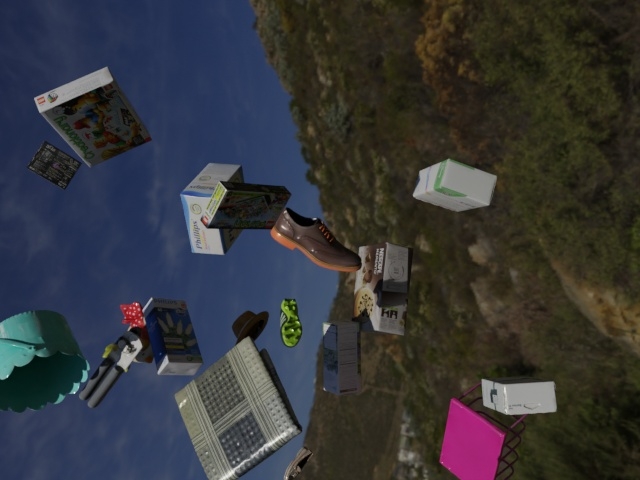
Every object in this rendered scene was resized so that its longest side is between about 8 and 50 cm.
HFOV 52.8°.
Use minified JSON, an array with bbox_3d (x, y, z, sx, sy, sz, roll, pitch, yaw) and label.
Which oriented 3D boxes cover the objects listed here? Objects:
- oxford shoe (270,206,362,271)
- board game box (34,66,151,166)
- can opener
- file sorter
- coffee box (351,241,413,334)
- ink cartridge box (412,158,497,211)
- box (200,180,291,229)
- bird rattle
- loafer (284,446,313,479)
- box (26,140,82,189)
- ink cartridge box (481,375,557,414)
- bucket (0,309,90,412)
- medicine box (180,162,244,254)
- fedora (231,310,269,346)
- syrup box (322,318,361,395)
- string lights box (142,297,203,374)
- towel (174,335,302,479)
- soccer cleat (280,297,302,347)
[{"bbox_3d":[0.000,0.000,1.778,0.097,0.272,0.098,-71,6,-62],"label":"oxford shoe"},{"bbox_3d":[-0.586,-0.316,1.698,0.305,0.193,0.053,77,167,-70],"label":"board game box"},{"bbox_3d":[-0.629,0.390,1.973,0.280,0.074,0.093,-52,-9,7],"label":"can opener"},{"bbox_3d":[0.543,0.643,2.110,0.182,0.202,0.290,-22,-53,-36],"label":"file sorter"},{"bbox_3d":[0.208,0.166,2.191,0.168,0.119,0.296,-10,69,59],"label":"coffee box"},{"bbox_3d":[0.377,-0.152,1.836,0.212,0.155,0.093,160,127,-77],"label":"ink cartridge box"},{"bbox_3d":[-0.174,-0.080,1.528,0.207,0.036,0.114,-1,-50,-48],"label":"box"},{"bbox_3d":[-0.627,0.336,2.257,0.143,0.207,0.253,55,-128,-48],"label":"bird rattle"},{"bbox_3d":[-0.070,0.721,2.069,0.125,0.039,0.045,-54,-42,-30],"label":"loafer"},{"bbox_3d":[-0.538,-0.152,1.304,0.018,0.083,0.067,12,71,61],"label":"box"},{"bbox_3d":[0.574,0.447,1.875,0.208,0.153,0.086,115,152,-82],"label":"ink cartridge box"},{"bbox_3d":[-0.832,0.347,1.876,0.281,0.183,0.281,-25,-33,-17],"label":"bucket"},{"bbox_3d":[-0.410,-0.128,2.555,0.289,0.149,0.263,-65,-26,-55],"label":"medicine box"},{"bbox_3d":[-0.278,0.325,2.433,0.194,0.079,0.194,-44,-20,-20],"label":"fedora"},{"bbox_3d":[0.072,0.390,2.155,0.093,0.096,0.236,0,92,59],"label":"syrup box"},{"bbox_3d":[-0.494,0.319,2.148,0.076,0.133,0.259,-49,50,30],"label":"string lights box"},{"bbox_3d":[-0.233,0.472,1.784,0.312,0.324,0.056,-39,-31,12],"label":"towel"},{"bbox_3d":[-0.086,0.238,1.790,0.178,0.060,0.072,-96,17,-52],"label":"soccer cleat"}]
